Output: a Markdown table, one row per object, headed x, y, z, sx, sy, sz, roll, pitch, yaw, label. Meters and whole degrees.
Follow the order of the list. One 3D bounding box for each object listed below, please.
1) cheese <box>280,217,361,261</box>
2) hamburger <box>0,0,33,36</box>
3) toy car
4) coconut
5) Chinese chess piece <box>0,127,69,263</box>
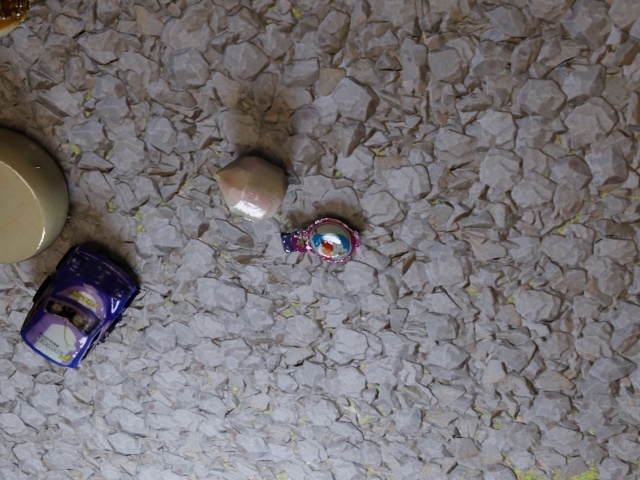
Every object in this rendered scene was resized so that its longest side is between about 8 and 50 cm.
| x | y | z | sx | sy | sz | roll | pitch | yaw | label |
| --- | --- | --- | --- | --- | --- | --- | --- | --- | --- |
| 0.000 | 0.000 | 1.739 | 0.145 | 0.038 | 0.095 | -3 | 121 | 16 | cheese |
| -0.603 | -0.405 | 1.508 | 0.225 | 0.291 | 0.291 | -33 | 109 | 30 | hamburger |
| -0.473 | 0.135 | 1.885 | 0.172 | 0.158 | 0.235 | 34 | 125 | -9 | toy car |
| -0.123 | -0.092 | 1.675 | 0.124 | 0.110 | 0.110 | 24 | 126 | -9 | coconut |
| -0.602 | -0.083 | 1.813 | 0.273 | 0.102 | 0.273 | 8 | 124 | 12 | Chinese chess piece |
